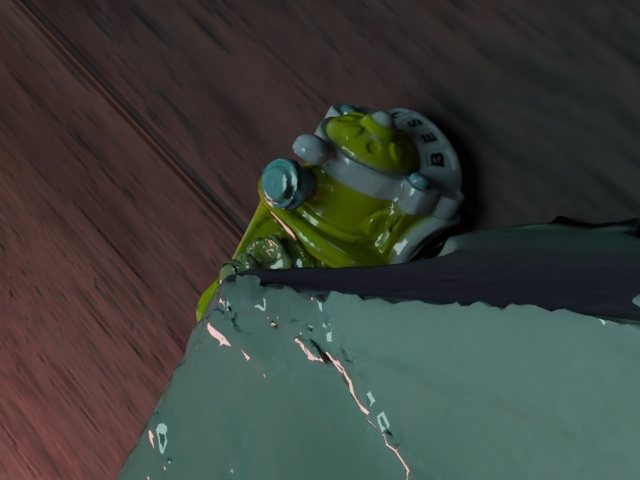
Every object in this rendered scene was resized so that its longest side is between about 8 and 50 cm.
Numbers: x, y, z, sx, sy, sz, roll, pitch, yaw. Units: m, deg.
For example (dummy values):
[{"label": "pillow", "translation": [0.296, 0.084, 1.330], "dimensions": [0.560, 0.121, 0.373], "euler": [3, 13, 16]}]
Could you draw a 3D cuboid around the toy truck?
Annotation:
[{"label": "toy truck", "translation": [0.000, 0.000, 0.695], "dimensions": [0.076, 0.077, 0.111], "euler": [46, 121, 37]}]

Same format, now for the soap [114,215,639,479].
[{"label": "soap", "translation": [0.029, 0.175, 0.603], "dimensions": [0.261, 0.156, 0.446], "euler": [51, 122, 36]}]
